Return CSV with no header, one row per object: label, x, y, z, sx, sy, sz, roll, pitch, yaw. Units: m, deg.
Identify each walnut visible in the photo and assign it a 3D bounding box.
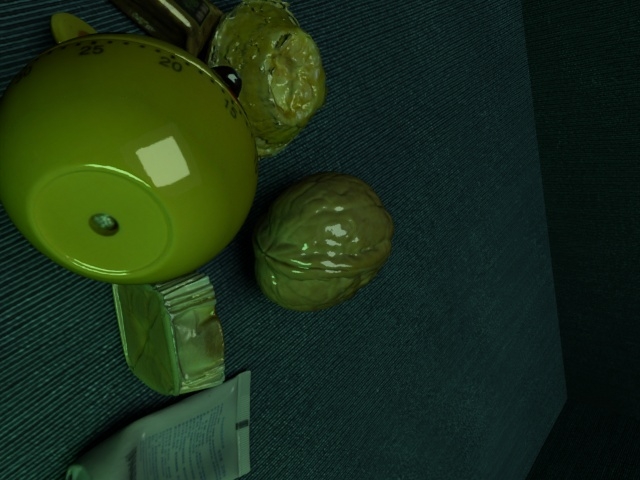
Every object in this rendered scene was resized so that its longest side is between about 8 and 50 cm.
walnut,0.002,0.001,0.992,0.313,0.277,0.252,-18,69,-48

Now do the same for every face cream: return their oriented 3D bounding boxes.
face cream,-0.277,0.411,0.887,0.420,0.137,0.235,-8,100,-52

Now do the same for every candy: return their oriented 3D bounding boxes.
candy,-0.287,-0.408,0.772,0.271,0.101,0.143,38,63,-35

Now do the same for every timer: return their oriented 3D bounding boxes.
timer,-0.258,-0.136,0.700,0.376,0.376,0.387,52,17,-35

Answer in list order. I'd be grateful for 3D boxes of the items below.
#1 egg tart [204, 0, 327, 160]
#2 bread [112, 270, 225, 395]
egg tart,-0.083,-0.302,0.924,0.315,0.120,0.315,-26,122,-50
bread,-0.249,0.145,0.811,0.110,0.192,0.210,-20,108,-44
